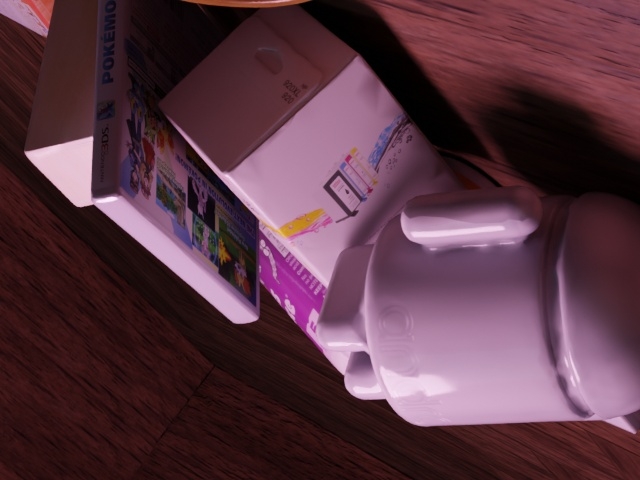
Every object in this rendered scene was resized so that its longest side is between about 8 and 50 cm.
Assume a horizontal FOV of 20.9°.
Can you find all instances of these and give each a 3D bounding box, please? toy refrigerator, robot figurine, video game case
[{"bbox_3d":[-0.216,-0.178,1.765,0.094,0.269,0.102,-11,143,23],"label":"toy refrigerator"},{"bbox_3d":[0.178,0.064,1.550,0.353,0.200,0.300,-6,138,27],"label":"robot figurine"},{"bbox_3d":[-0.139,-0.109,1.759,0.036,0.300,0.329,-10,154,18],"label":"video game case"}]

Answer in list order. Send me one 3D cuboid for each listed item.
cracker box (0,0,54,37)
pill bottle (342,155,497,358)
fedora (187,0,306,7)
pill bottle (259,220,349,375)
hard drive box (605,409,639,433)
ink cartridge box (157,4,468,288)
[{"bbox_3d":[-0.401,-0.343,2.130,0.232,0.067,0.156,29,165,30],"label":"cracker box"},{"bbox_3d":[0.097,0.030,1.763,0.121,0.216,0.121,35,168,9],"label":"pill bottle"},{"bbox_3d":[-0.069,-0.250,1.426,0.194,0.079,0.194,1,171,0],"label":"fedora"},{"bbox_3d":[0.000,0.000,1.973,0.301,0.169,0.169,48,173,25],"label":"pill bottle"},{"bbox_3d":[0.248,0.088,1.863,0.181,0.089,0.232,21,160,51],"label":"hard drive box"},{"bbox_3d":[-0.006,-0.086,1.669,0.232,0.168,0.171,48,178,-40],"label":"ink cartridge box"}]
